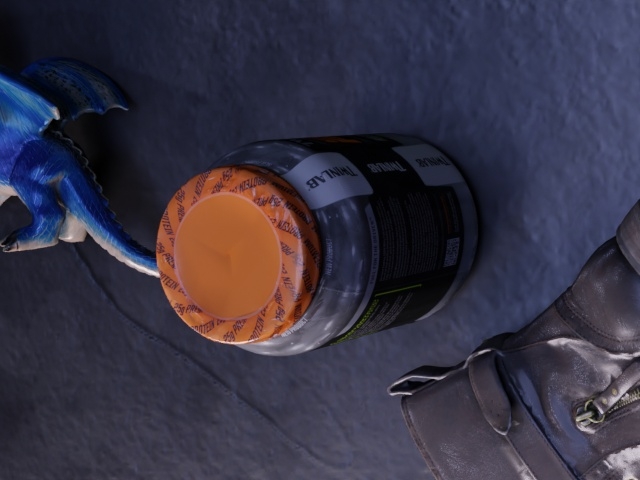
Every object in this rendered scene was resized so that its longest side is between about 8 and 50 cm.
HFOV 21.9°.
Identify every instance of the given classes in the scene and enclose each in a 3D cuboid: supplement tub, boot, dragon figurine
[{"bbox_3d":[0.000,0.000,0.919,0.117,0.190,0.117,3,96,29],"label":"supplement tub"},{"bbox_3d":[0.180,0.122,0.900,0.263,0.091,0.229,52,123,17],"label":"boot"},{"bbox_3d":[-0.185,-0.072,1.080,0.289,0.085,0.144,22,106,28],"label":"dragon figurine"}]
